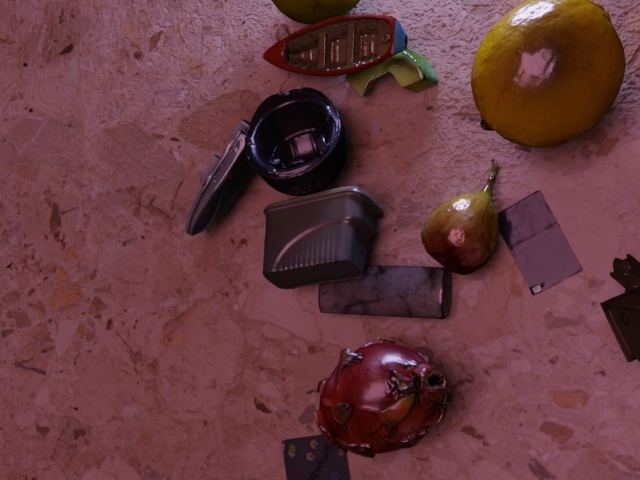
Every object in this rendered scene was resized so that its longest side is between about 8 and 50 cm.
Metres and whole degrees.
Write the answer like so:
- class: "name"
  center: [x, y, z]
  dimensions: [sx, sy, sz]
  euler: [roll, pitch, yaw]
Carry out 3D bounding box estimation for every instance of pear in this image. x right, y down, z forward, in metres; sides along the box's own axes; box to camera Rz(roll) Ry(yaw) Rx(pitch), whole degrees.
- class: "pear"
  center: [-0.016, -0.606, 1.937]
  dimensions: [0.269, 0.212, 0.212]
  euler: [14, 90, 33]

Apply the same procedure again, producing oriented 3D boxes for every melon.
- class: "melon"
  center: [0.154, -0.383, 1.900]
  dimensions: [0.209, 0.064, 0.118]
  euler: [-13, 83, 29]

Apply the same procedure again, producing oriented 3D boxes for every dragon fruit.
- class: "dragon fruit"
  center: [0.122, 0.324, 1.724]
  dimensions: [0.250, 0.250, 0.315]
  euler: [62, 152, 20]

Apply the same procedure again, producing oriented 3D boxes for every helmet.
- class: "helmet"
  center: [-0.045, -0.210, 1.923]
  dimensions: [0.230, 0.160, 0.279]
  euler: [-20, 48, 9]

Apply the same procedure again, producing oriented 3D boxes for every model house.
- class: "model house"
  center: [0.621, 0.131, 1.522]
  dimensions: [0.211, 0.204, 0.243]
  euler: [-19, 42, -17]

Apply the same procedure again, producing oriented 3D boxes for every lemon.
- class: "lemon"
  center: [0.436, -0.325, 1.619]
  dimensions: [0.297, 0.297, 0.297]
  euler: [-4, 82, 28]

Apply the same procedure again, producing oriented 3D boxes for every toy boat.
- class: "toy boat"
  center: [0.028, -0.438, 1.915]
  dimensions: [0.392, 0.079, 0.136]
  euler: [2, 88, 43]
- class: "toy boat"
  center: [-0.239, -0.144, 2.032]
  dimensions: [0.092, 0.141, 0.319]
  euler: [37, 102, 15]

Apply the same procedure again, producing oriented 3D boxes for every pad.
- class: "pad"
  center: [0.445, 0.004, 1.724]
  dimensions: [0.116, 0.004, 0.193]
  euler: [-30, 70, 21]
- class: "pad"
  center: [-0.004, 0.567, 1.892]
  dimensions: [0.170, 0.006, 0.246]
  euler: [-14, 78, 27]

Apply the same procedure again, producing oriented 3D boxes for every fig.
- class: "fig"
  center: [0.314, -0.059, 1.742]
  dimensions: [0.159, 0.159, 0.257]
  euler: [19, 73, 29]

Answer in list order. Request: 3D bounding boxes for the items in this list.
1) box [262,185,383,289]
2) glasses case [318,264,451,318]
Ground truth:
- class: "box"
  center: [0.000, 0.000, 1.867]
  dimensions: [0.274, 0.138, 0.178]
  euler: [-11, 59, 30]
- class: "glasses case"
  center: [0.139, 0.112, 1.841]
  dimensions: [0.299, 0.060, 0.114]
  euler: [0, 79, 28]
